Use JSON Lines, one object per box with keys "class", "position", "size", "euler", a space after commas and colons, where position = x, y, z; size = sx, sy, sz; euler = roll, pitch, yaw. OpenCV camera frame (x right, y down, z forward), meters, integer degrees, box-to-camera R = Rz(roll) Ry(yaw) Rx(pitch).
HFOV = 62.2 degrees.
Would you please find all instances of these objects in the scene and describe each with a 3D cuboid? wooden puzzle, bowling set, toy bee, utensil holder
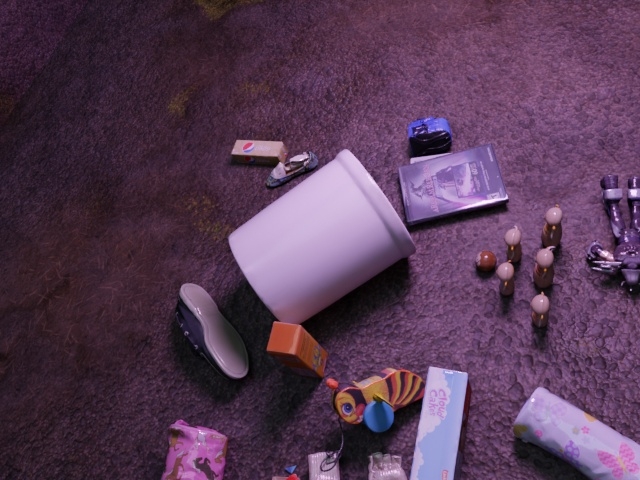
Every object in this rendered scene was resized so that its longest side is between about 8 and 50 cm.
{"class": "wooden puzzle", "position": [-0.086, 0.611, 1.287], "size": [0.079, 0.014, 0.116], "euler": [-12, 59, 14]}
{"class": "bowling set", "position": [0.472, 0.058, 1.288], "size": [0.200, 0.154, 0.286], "euler": [5, 65, 23]}
{"class": "toy bee", "position": [0.097, 0.370, 1.227], "size": [0.298, 0.195, 0.162], "euler": [-35, 95, -36]}
{"class": "utensil holder", "position": [0.000, 0.000, 1.399], "size": [0.386, 0.327, 0.327], "euler": [-34, 57, 2]}

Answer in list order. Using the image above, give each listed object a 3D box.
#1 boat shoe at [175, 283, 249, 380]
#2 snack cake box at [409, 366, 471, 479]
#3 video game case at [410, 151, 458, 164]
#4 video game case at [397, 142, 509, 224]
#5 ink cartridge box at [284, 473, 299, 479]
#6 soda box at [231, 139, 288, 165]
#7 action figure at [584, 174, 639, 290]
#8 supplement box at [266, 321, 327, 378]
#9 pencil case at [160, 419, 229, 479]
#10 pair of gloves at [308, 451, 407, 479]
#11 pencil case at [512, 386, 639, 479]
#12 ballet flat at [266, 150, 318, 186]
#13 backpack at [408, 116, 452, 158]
{"class": "boat shoe", "position": [-0.323, 0.277, 1.502], "size": [0.340, 0.127, 0.113], "euler": [48, 116, 26]}
{"class": "snack cake box", "position": [0.268, 0.429, 1.167], "size": [0.089, 0.152, 0.264], "euler": [5, 65, 23]}
{"class": "video game case", "position": [0.348, -0.167, 1.535], "size": [0.173, 0.022, 0.190], "euler": [-5, 61, 19]}
{"class": "video game case", "position": [0.366, -0.159, 1.495], "size": [0.275, 0.026, 0.196], "euler": [-12, 59, 13]}
{"class": "ink cartridge box", "position": [-0.127, 0.664, 1.223], "size": [0.231, 0.078, 0.134], "euler": [-36, 69, 0]}
{"class": "soda box", "position": [-0.204, -0.296, 1.791], "size": [0.182, 0.058, 0.061], "euler": [7, 66, 25]}
{"class": "action figure", "position": [0.736, -0.016, 1.267], "size": [0.186, 0.099, 0.284], "euler": [3, 68, 14]}
{"class": "supplement box", "position": [-0.052, 0.277, 1.322], "size": [0.080, 0.233, 0.078], "euler": [4, 64, 19]}
{"class": "pencil case", "position": [-0.336, 0.643, 1.283], "size": [0.167, 0.160, 0.385], "euler": [17, 65, -11]}
{"class": "pair of gloves", "position": [0.083, 0.585, 1.202], "size": [0.240, 0.042, 0.204], "euler": [-1, 62, 9]}
{"class": "pencil case", "position": [0.539, 0.420, 1.093], "size": [0.273, 0.113, 0.124], "euler": [29, 86, 31]}
{"class": "ballet flat", "position": [-0.101, -0.237, 1.717], "size": [0.189, 0.070, 0.070], "euler": [-26, 57, 6]}
{"class": "backpack", "position": [0.326, -0.317, 1.578], "size": [0.120, 0.098, 0.101], "euler": [-8, 57, 17]}
